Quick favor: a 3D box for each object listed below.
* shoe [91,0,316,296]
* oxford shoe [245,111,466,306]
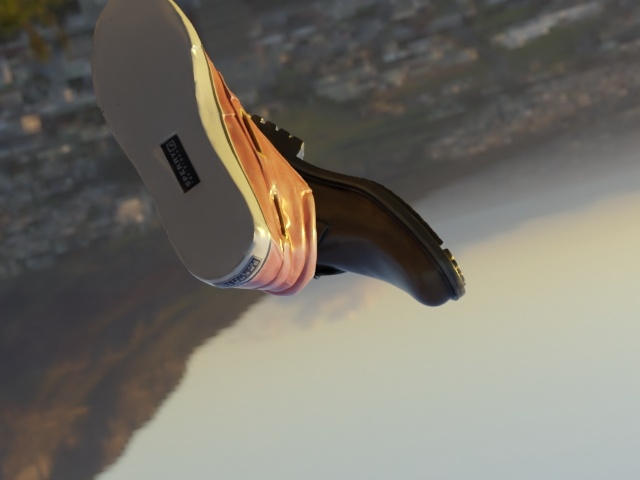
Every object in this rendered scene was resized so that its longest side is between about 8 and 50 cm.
[{"bbox_3d":[-0.060,-0.050,0.913,0.063,0.178,0.081,-32,158,18],"label":"shoe"},{"bbox_3d":[0.000,0.000,1.182,0.227,0.083,0.096,27,-114,34],"label":"oxford shoe"}]
